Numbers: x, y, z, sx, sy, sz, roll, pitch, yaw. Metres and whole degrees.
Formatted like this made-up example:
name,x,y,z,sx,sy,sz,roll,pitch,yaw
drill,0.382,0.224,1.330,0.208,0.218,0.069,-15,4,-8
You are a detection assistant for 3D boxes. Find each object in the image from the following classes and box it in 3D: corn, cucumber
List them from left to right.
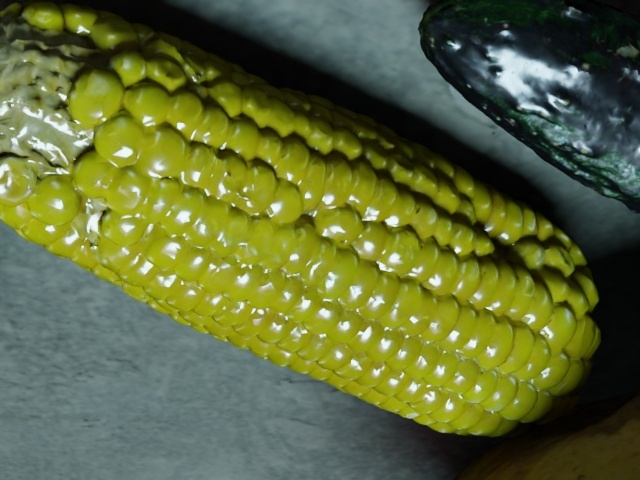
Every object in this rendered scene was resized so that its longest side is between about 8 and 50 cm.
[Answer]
name,x,y,z,sx,sy,sz,roll,pitch,yaw
corn,0.000,0.000,0.527,0.321,0.119,0.119,27,134,-27
cucumber,0.166,-0.030,0.523,0.303,0.072,0.081,28,134,-31

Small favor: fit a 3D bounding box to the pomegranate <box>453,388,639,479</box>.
name,x,y,z,sx,sy,sz,roll,pitch,yaw
pomegranate,0.180,0.194,0.551,0.322,0.322,0.322,-1,142,0
